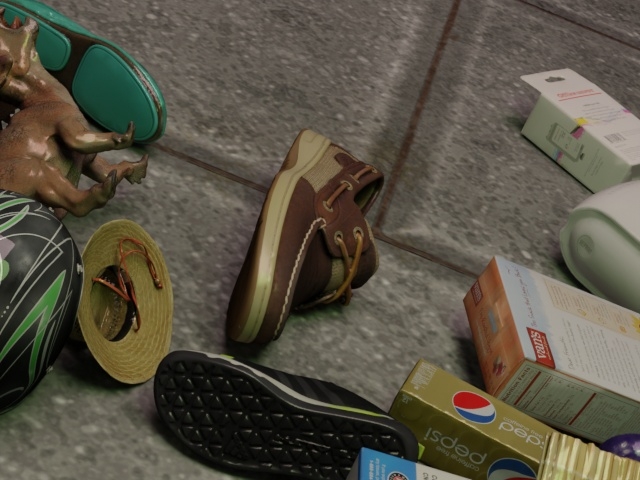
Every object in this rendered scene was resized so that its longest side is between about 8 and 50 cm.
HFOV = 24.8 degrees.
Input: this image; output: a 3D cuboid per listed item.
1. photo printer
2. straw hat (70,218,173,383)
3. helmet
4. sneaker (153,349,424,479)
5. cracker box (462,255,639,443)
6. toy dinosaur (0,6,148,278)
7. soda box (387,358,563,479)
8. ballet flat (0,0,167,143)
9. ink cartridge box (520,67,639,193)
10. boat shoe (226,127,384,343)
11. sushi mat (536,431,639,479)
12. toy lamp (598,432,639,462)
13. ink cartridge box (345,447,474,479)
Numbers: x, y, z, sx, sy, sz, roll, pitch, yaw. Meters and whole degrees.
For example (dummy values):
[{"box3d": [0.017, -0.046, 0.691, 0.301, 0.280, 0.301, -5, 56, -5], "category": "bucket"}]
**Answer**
[{"box3d": [0.428, 0.044, 1.592, 0.256, 0.107, 0.307, -9, 44, -40], "category": "photo printer"}, {"box3d": [-0.188, 0.056, 1.247, 0.061, 0.144, 0.144, -10, 20, 28], "category": "straw hat"}, {"box3d": [-0.269, 0.042, 1.128, 0.169, 0.161, 0.169, 15, 34, -10], "category": "helmet"}, {"box3d": [-0.028, 0.152, 1.216, 0.235, 0.084, 0.097, 21, 8, -3], "category": "sneaker"}, {"box3d": [0.259, 0.119, 1.389, 0.232, 0.067, 0.155, 22, 31, -19], "category": "cracker box"}, {"box3d": [-0.276, -0.063, 1.332, 0.200, 0.127, 0.295, 11, 49, 2], "category": "toy dinosaur"}, {"box3d": [0.147, 0.179, 1.268, 0.181, 0.061, 0.058, 28, 33, 9], "category": "soda box"}, {"box3d": [-0.248, -0.189, 1.565, 0.247, 0.083, 0.087, 33, 20, 14], "category": "ballet flat"}, {"box3d": [0.340, -0.135, 1.842, 0.115, 0.067, 0.198, -13, 48, -43], "category": "ink cartridge box"}, {"box3d": [0.000, 0.000, 1.398, 0.123, 0.123, 0.342, 21, 26, 0], "category": "boat shoe"}, {"box3d": [0.200, 0.298, 1.024, 0.151, 0.019, 0.316, 20, 63, -7], "category": "sushi mat"}, {"box3d": [0.254, 0.267, 1.191, 0.080, 0.080, 0.274, 20, 31, -2], "category": "toy lamp"}, {"box3d": [0.111, 0.259, 1.106, 0.203, 0.086, 0.148, 17, 33, -9], "category": "ink cartridge box"}]
